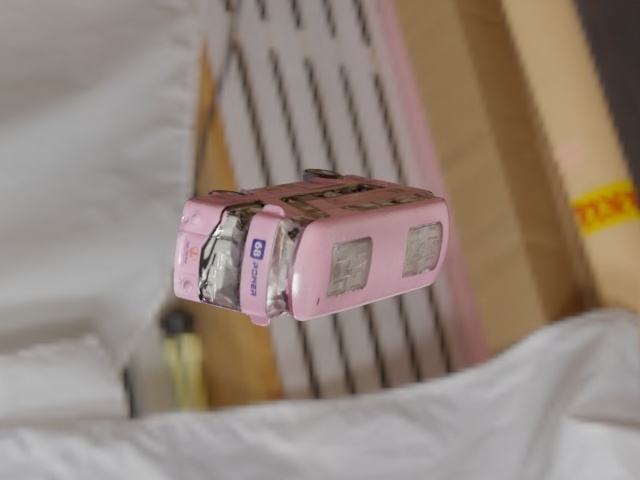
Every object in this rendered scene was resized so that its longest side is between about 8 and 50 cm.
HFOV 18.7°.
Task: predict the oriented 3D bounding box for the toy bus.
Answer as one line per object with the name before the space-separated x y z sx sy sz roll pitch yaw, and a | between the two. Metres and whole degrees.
toy bus | 0.000 0.000 1.073 0.090 0.203 0.063 13 102 27
